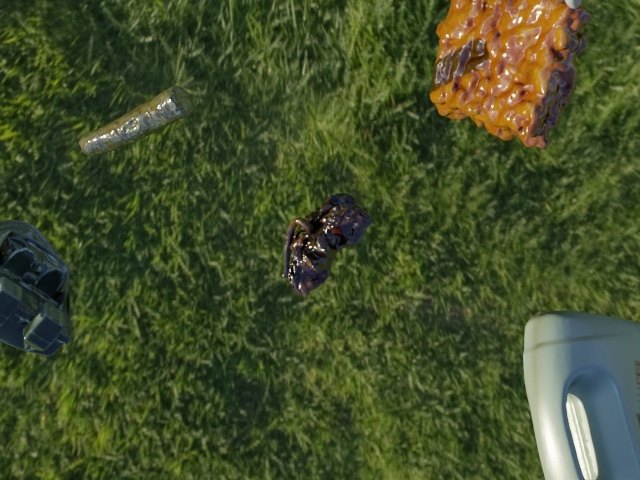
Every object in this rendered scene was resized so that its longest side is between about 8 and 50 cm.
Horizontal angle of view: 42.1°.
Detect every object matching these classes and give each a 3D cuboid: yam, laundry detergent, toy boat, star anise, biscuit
[{"bbox_3d":[-0.342,-0.211,1.524,0.274,0.061,0.061,-18,120,35],"label":"yam"},{"bbox_3d":[0.352,0.297,0.999,0.264,0.398,0.125,19,152,-38],"label":"laundry detergent"},{"bbox_3d":[-0.411,0.043,1.157,0.141,0.319,0.092,38,97,-27],"label":"toy boat"},{"bbox_3d":[0.000,0.000,1.632,0.126,0.190,0.220,35,90,-27],"label":"star anise"},{"bbox_3d":[0.347,-0.353,1.549,0.110,0.312,0.318,3,111,-39],"label":"biscuit"}]

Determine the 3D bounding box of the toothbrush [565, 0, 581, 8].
[{"bbox_3d":[0.139,-0.238,0.485,0.025,0.029,0.307,-61,153,-14],"label":"toothbrush"}]
